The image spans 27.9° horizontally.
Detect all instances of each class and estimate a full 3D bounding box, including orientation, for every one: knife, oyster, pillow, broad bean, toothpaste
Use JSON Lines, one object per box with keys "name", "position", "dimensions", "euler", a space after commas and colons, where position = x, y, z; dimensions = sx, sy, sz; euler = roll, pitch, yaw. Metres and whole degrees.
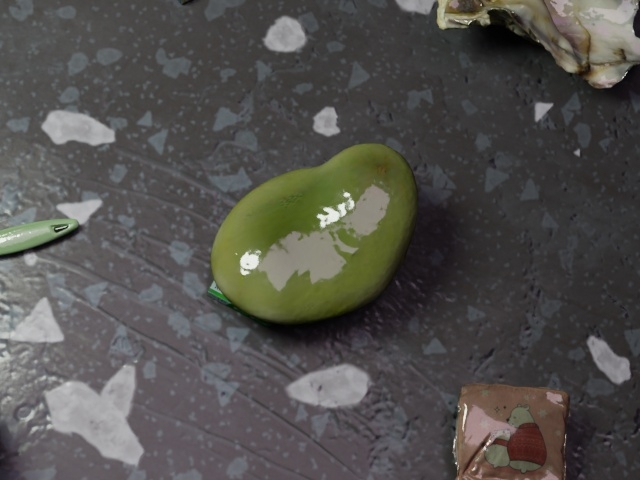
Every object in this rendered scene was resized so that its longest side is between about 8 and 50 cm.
{"name": "knife", "position": [-0.418, 0.022, 1.466], "dimensions": [0.293, 0.020, 0.043], "euler": [-15, 74, -13]}
{"name": "oyster", "position": [0.304, -0.298, 1.660], "dimensions": [0.271, 0.100, 0.275], "euler": [34, 56, 2]}
{"name": "pillow", "position": [0.213, 0.288, 1.452], "dimensions": [0.135, 0.049, 0.248], "euler": [5, 73, -6]}
{"name": "broad bean", "position": [0.000, 0.000, 1.497], "dimensions": [0.263, 0.121, 0.189], "euler": [-30, 73, -7]}
{"name": "toothpaste", "position": [-0.092, 0.073, 1.500], "dimensions": [0.083, 0.017, 0.020], "euler": [28, 68, 2]}

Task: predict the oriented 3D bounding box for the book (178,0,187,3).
{"name": "book", "position": [-0.178, -0.455, 1.680], "dimensions": [0.191, 0.025, 0.269], "euler": [-32, 78, -18]}
